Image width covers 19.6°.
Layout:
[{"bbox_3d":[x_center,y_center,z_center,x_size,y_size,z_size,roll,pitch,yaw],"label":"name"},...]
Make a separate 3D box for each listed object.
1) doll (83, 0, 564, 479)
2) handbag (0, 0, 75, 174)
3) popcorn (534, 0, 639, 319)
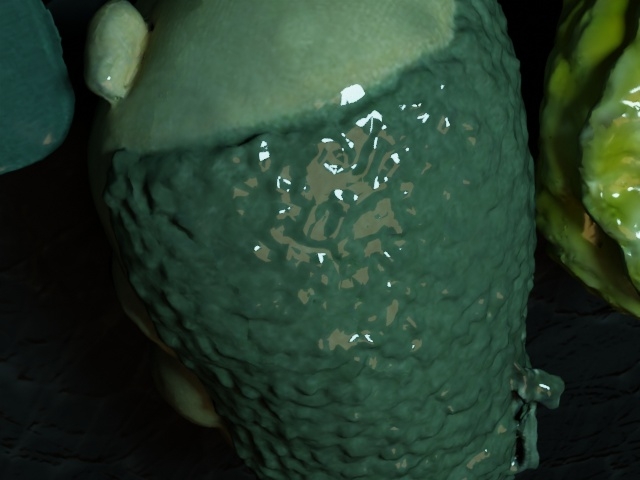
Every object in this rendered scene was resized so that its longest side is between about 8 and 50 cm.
[{"bbox_3d":[0.000,0.000,0.949,0.247,0.247,0.349,-25,128,-4],"label":"doll"},{"bbox_3d":[-0.253,-0.133,0.783,0.238,0.089,0.326,-21,138,-9],"label":"handbag"},{"bbox_3d":[0.198,-0.062,0.971,0.174,0.225,0.286,16,152,12],"label":"popcorn"}]
